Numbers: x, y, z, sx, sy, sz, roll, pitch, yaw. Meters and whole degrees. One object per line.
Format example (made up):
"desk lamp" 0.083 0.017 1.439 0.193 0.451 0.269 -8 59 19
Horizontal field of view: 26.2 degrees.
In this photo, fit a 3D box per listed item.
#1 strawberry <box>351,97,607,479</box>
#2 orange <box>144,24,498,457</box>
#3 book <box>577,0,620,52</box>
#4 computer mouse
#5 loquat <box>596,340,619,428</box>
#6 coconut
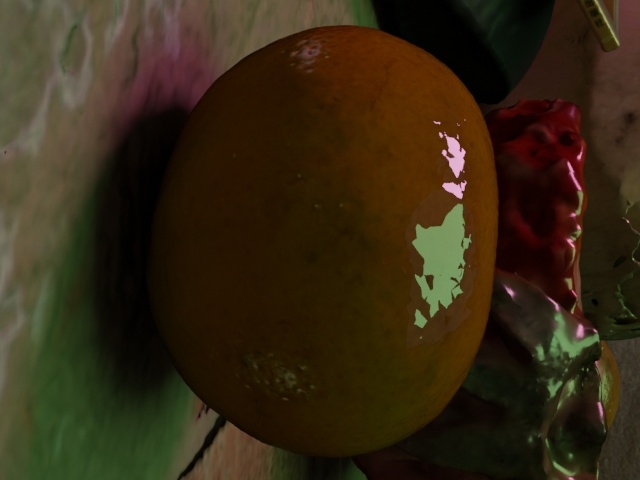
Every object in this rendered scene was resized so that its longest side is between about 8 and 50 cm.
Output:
"strawberry" 0.090 0.036 0.845 0.336 0.149 0.265 -78 161 -60
"orange" 0.000 0.000 0.497 0.156 0.124 0.156 -178 -90 -88
"book" 0.125 -0.249 0.811 0.241 0.018 0.170 55 30 -28
"computer mouse" 0.095 -0.188 0.829 0.295 0.087 0.168 47 48 -69
"loquat" 0.284 0.173 1.617 0.163 0.137 0.163 -48 151 -39
"coconut" 0.275 -0.082 1.184 0.352 0.353 0.352 7 90 -75
